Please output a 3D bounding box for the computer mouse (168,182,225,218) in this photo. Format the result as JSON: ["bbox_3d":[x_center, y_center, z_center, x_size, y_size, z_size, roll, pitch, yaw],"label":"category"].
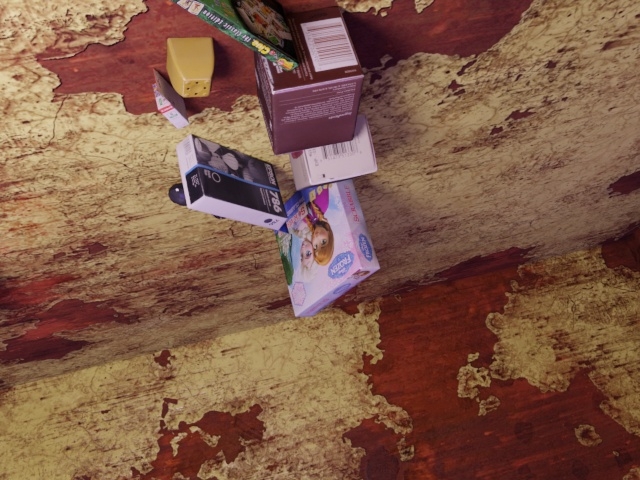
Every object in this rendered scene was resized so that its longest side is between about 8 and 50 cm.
[{"bbox_3d":[-0.310,-0.090,1.612,0.071,0.041,0.242,-25,156,18],"label":"computer mouse"}]

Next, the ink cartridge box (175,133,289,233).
[{"bbox_3d":[-0.181,-0.125,1.458,0.065,0.165,0.333,-31,154,29],"label":"ink cartridge box"}]

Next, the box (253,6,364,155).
[{"bbox_3d":[-0.028,-0.294,1.163,0.167,0.168,0.203,-13,156,-9],"label":"box"}]

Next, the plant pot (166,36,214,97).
[{"bbox_3d":[-0.229,-0.306,1.115,0.081,0.083,0.081,-8,155,-19],"label":"plant pot"}]

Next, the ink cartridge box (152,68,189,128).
[{"bbox_3d":[-0.294,-0.269,1.183,0.029,0.063,0.115,-22,156,10],"label":"ink cartridge box"}]

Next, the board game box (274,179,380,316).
[{"bbox_3d":[0.000,0.000,1.665,0.066,0.318,0.319,2,151,-36],"label":"board game box"}]

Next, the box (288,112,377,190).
[{"bbox_3d":[0.018,-0.191,1.372,0.148,0.127,0.232,-13,-176,-9],"label":"box"}]

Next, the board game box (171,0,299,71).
[{"bbox_3d":[-0.137,-0.370,0.963,0.030,0.136,0.260,-26,155,31],"label":"board game box"}]
